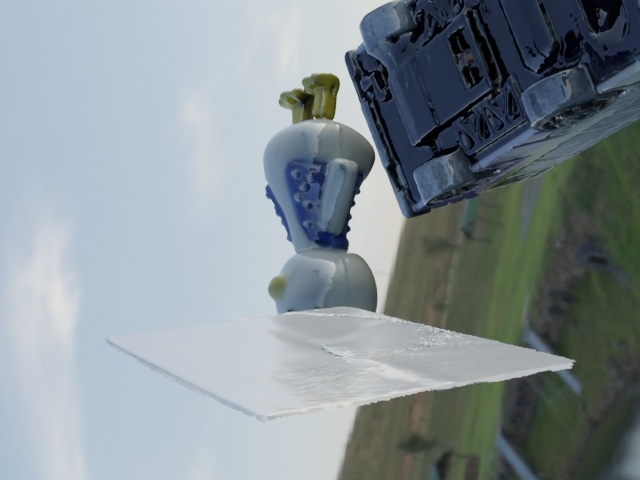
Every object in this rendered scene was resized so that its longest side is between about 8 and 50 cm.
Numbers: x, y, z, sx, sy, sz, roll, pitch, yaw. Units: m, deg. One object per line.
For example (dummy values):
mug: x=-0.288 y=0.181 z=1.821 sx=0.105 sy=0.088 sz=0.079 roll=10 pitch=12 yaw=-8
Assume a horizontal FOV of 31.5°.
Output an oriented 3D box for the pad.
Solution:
pad: x=-0.004 y=0.053 z=0.553 sx=0.232 sy=0.156 sz=0.004 roll=-173 pitch=79 yaw=-65

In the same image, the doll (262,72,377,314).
doll: x=0.000 y=0.000 z=0.996 sx=0.138 sy=0.119 sz=0.293 roll=-28 pitch=64 yaw=58

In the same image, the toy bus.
toy bus: x=0.230 y=-0.197 z=1.099 sx=0.440 sy=0.249 sz=0.209 roll=-36 pitch=72 yaw=61
